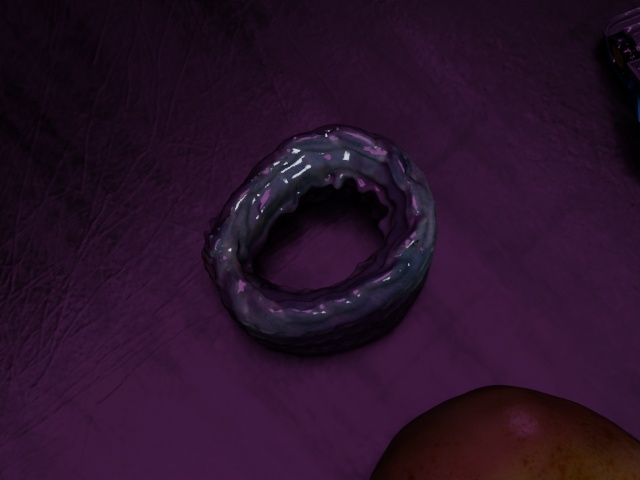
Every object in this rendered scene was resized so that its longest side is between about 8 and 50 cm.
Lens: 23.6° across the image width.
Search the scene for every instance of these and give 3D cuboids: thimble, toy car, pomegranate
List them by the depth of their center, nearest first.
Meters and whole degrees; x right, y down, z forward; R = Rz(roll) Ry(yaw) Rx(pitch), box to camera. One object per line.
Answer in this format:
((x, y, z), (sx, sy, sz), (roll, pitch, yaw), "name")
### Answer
((0.186, 0.278, 1.390), (0.319, 0.319, 0.319), (0, 79, 1), "pomegranate")
((0.000, 0.000, 1.522), (0.236, 0.172, 0.205), (-21, 76, -2), "thimble")
((0.369, -0.159, 1.577), (0.097, 0.100, 0.191), (-20, 46, -3), "toy car")
